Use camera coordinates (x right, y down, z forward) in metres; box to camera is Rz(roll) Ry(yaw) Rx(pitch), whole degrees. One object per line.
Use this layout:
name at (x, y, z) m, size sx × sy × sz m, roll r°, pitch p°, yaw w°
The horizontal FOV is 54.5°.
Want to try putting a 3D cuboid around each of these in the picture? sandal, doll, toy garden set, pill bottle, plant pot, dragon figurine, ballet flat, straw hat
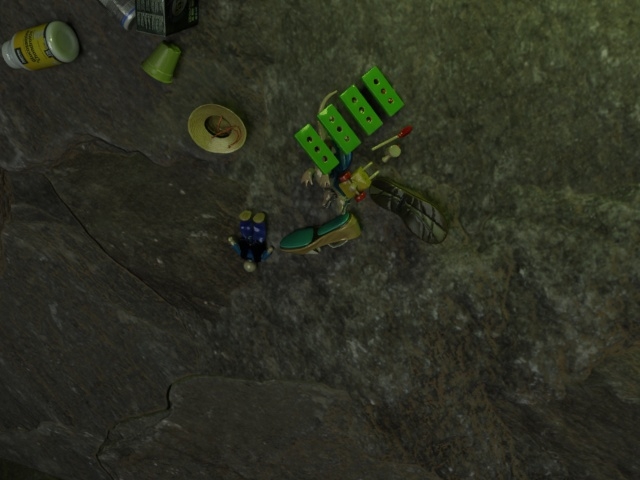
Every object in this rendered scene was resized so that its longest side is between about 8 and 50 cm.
sandal at (0.214, -0.077, 1.479) m, size 0.219 × 0.060 × 0.090 m, roll 34°, pitch 120°, yaw 19°
doll at (-0.191, 0.007, 1.694) m, size 0.129 × 0.046 × 0.189 m, roll 10°, pitch 128°, yaw 6°
toy garden set at (0.087, -0.226, 1.374) m, size 0.203 × 0.244 × 0.049 m, roll 51°, pitch 167°, yaw -13°
pill bottle at (-0.477, -0.571, 1.462) m, size 0.137 × 0.078 × 0.078 m, roll 46°, pitch 124°, yaw -7°
plant pot at (-0.379, -0.438, 1.505) m, size 0.083 × 0.083 × 0.079 m, roll 38°, pitch 112°, yaw -1°
dragon figurine at (0.020, -0.200, 1.465) m, size 0.085 × 0.144 × 0.289 m, roll 3°, pitch 100°, yaw 23°
ballet flat at (0.000, 0.000, 1.597) m, size 0.232 × 0.080 × 0.073 m, roll -19°, pitch 124°, yaw 31°
straw hat at (-0.250, -0.288, 1.541) m, size 0.145 × 0.061 × 0.144 m, roll 3°, pitch 130°, yaw 4°
pill bottle at (-0.720, -0.492, 1.591) m, size 0.184 × 0.103 × 0.103 m, roll -5°, pitch 116°, yaw 24°

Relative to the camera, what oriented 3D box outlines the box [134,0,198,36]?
box at (-0.338, -0.559, 1.370) m, size 0.078 × 0.147 × 0.180 m, roll 16°, pitch 122°, yaw 14°
